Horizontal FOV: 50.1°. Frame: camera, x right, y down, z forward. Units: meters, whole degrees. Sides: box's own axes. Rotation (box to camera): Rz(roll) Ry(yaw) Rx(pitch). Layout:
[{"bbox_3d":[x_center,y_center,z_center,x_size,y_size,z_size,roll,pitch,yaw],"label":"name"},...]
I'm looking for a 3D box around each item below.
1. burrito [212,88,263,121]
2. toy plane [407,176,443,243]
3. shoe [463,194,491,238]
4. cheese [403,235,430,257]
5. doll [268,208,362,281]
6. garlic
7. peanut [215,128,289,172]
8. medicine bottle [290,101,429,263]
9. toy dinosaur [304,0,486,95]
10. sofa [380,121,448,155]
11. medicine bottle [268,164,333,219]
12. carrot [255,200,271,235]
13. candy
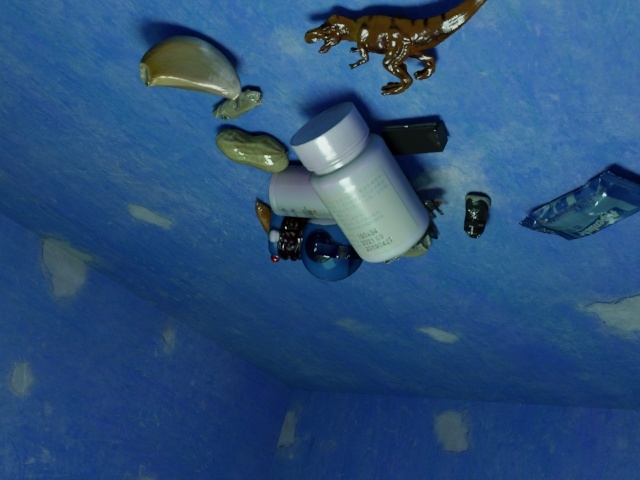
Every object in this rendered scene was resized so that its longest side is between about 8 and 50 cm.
[{"bbox_3d":[-0.212,-0.350,1.776,0.058,0.044,0.188,28,150,-36],"label":"burrito"},{"bbox_3d":[0.275,-0.063,1.982,0.223,0.104,0.326,-3,148,33],"label":"toy plane"},{"bbox_3d":[0.431,-0.055,1.911,0.071,0.099,0.169,10,152,19],"label":"shoe"},{"bbox_3d":[0.240,0.008,2.186,0.228,0.064,0.137,-8,143,42],"label":"cheese"},{"bbox_3d":[0.000,0.000,2.127,0.310,0.240,0.284,9,-172,8],"label":"doll"},{"bbox_3d":[-0.299,-0.392,1.617,0.245,0.164,0.145,14,141,-9],"label":"garlic"},{"bbox_3d":[-0.190,-0.252,1.902,0.215,0.090,0.098,15,147,1],"label":"peanut"},{"bbox_3d":[0.102,-0.140,1.717,0.214,0.213,0.378,-11,123,43],"label":"medicine bottle"},{"bbox_3d":[0.184,-0.401,1.402,0.433,0.097,0.208,-2,139,25],"label":"toy dinosaur"},{"bbox_3d":[0.233,-0.262,1.686,0.147,0.060,0.085,0,137,33],"label":"sofa"},{"bbox_3d":[-0.002,-0.137,1.945,0.254,0.152,0.152,6,152,23],"label":"medicine bottle"},{"bbox_3d":[-0.171,-0.067,2.276,0.072,0.072,0.205,3,148,26],"label":"carrot"},{"bbox_3d":[0.686,-0.079,1.753,0.187,0.077,0.331,18,155,-18],"label":"candy"}]
